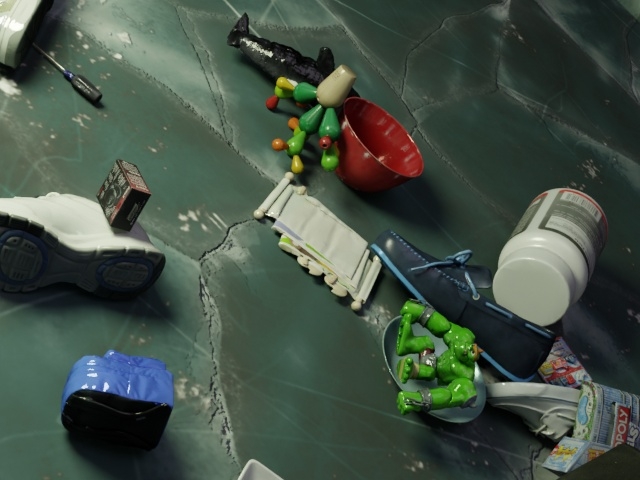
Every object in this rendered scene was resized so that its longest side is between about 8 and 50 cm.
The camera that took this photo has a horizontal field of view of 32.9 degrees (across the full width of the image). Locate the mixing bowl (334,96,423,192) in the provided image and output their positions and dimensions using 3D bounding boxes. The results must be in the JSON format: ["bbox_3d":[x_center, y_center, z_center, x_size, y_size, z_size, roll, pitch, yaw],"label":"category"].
[{"bbox_3d":[0.081,-0.150,1.887,0.181,0.098,0.181,31,33,-23],"label":"mixing bowl"}]

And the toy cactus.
[{"bbox_3d":[-0.014,-0.219,1.814,0.112,0.180,0.219,21,29,-36],"label":"toy cactus"}]

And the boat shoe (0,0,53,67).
[{"bbox_3d":[-0.459,-0.388,1.645,0.103,0.118,0.320,18,48,-11],"label":"boat shoe"}]

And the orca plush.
[{"bbox_3d":[-0.023,-0.320,1.952,0.287,0.102,0.151,40,22,-5],"label":"orca plush"}]

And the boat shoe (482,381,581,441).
[{"bbox_3d":[0.373,0.277,1.727,0.258,0.095,0.084,11,76,-17],"label":"boat shoe"}]

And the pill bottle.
[{"bbox_3d":[0.413,0.031,1.957,0.161,0.161,0.283,42,37,1],"label":"pill bottle"}]

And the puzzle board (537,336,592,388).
[{"bbox_3d":[0.415,0.217,1.893,0.128,0.011,0.096,-8,58,-47],"label":"puzzle board"}]

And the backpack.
[{"bbox_3d":[-0.241,0.183,1.267,0.120,0.098,0.101,10,35,-17],"label":"backpack"}]

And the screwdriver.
[{"bbox_3d":[-0.401,-0.265,1.655,0.170,0.025,0.024,36,36,8],"label":"screwdriver"}]

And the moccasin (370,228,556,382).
[{"bbox_3d":[0.233,0.085,1.753,0.342,0.117,0.138,40,5,-14],"label":"moccasin"}]

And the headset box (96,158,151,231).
[{"bbox_3d":[-0.252,-0.056,1.394,0.032,0.062,0.083,18,23,-37],"label":"headset box"}]

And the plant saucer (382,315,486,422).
[{"bbox_3d":[0.165,0.202,1.659,0.195,0.037,0.195,25,39,-22],"label":"plant saucer"}]

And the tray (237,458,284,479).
[{"bbox_3d":[-0.011,0.394,1.292,0.270,0.030,0.145,37,47,-5],"label":"tray"}]

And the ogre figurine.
[{"bbox_3d":[0.172,0.175,1.590,0.118,0.097,0.197,13,26,-7],"label":"ogre figurine"}]

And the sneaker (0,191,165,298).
[{"bbox_3d":[-0.346,-0.005,1.379,0.297,0.111,0.129,15,31,-41],"label":"sneaker"}]

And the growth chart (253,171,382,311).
[{"bbox_3d":[0.000,0.000,1.733,0.237,0.021,0.172,42,37,1],"label":"growth chart"}]

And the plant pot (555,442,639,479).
[{"bbox_3d":[0.435,0.407,1.545,0.187,0.188,0.167,59,1,-32],"label":"plant pot"}]

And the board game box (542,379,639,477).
[{"bbox_3d":[0.444,0.323,1.686,0.194,0.060,0.194,17,79,-27],"label":"board game box"}]
